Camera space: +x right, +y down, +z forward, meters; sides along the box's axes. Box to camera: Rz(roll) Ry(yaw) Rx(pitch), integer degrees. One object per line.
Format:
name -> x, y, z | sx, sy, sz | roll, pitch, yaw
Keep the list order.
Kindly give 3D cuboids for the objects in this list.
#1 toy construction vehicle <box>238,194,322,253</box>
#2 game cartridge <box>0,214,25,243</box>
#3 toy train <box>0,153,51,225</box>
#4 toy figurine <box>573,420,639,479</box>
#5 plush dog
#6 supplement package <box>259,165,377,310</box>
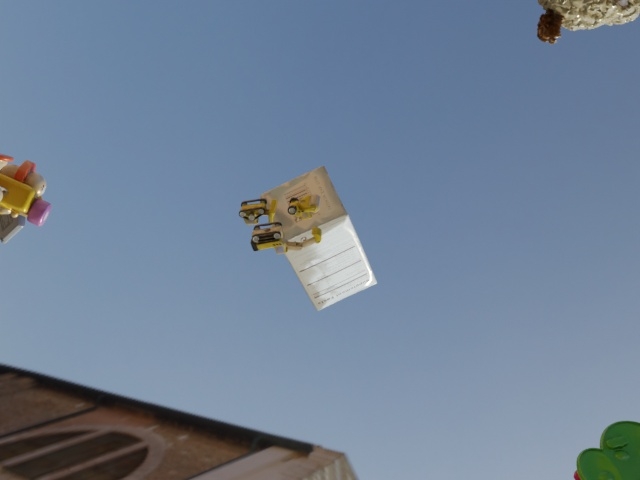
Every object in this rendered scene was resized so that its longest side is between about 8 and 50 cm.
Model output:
toy construction vehicle -> -0.046, -0.018, 0.887 | 0.098, 0.086, 0.035 | -9, -57, 6
game cartridge -> -0.490, -0.043, 1.204 | 0.056, 0.017, 0.083 | -39, -123, 23
toy train -> -0.259, -0.058, 0.554 | 0.166, 0.125, 0.046 | 9, -107, 55
toy figurine -> 0.354, 0.326, 0.947 | 0.130, 0.173, 0.159 | 63, -36, 41
plush dog -> 0.453, -0.412, 1.167 | 0.262, 0.210, 0.225 | 43, -29, -27
supplement package -> 0.000, 0.000, 1.113 | 0.179, 0.105, 0.105 | 64, 1, -51
